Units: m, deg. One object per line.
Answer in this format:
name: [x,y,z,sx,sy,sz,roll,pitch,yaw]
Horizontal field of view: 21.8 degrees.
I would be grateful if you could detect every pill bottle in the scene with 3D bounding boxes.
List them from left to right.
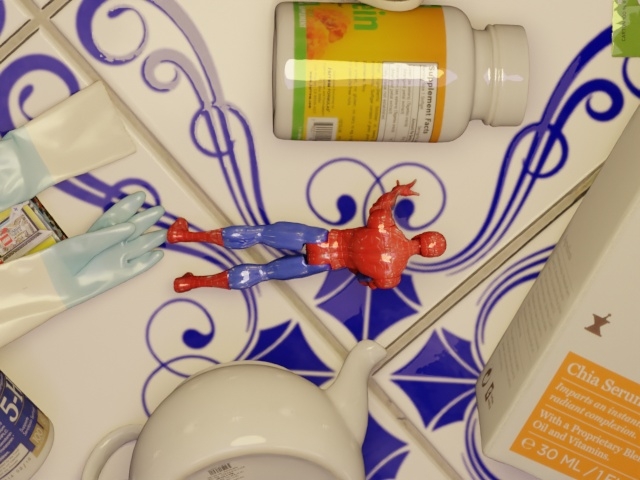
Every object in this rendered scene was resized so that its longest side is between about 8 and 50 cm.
pill bottle: [-0.364,0.164,1.660,0.112,0.112,0.186,-37,120,4]
pill bottle: [0.076,-0.165,1.637,0.246,0.136,0.136,1,101,-4]

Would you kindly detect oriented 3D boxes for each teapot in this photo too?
teapot: [-0.084,0.212,1.682,0.256,0.187,0.252,12,128,-22]

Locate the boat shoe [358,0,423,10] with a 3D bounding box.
boat shoe: [0.008,-0.283,1.613,0.206,0.075,0.065,19,139,19]

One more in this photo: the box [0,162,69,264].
box: [-0.395,0.009,1.688,0.233,0.044,0.159,-35,101,3]

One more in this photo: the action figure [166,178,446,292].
action figure: [0.000,0.000,1.698,0.280,0.139,0.091,-1,105,19]

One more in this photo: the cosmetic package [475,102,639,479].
cosmetic package: [0.358,0.045,1.637,0.230,0.161,0.453,24,111,-8]

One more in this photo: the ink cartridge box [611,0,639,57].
ink cartridge box: [0.429,-0.267,1.660,0.255,0.097,0.189,-1,101,-4]

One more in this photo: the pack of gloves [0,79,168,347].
pack of gloves: [-0.270,-0.025,1.647,0.232,0.046,0.195,-29,100,-19]
